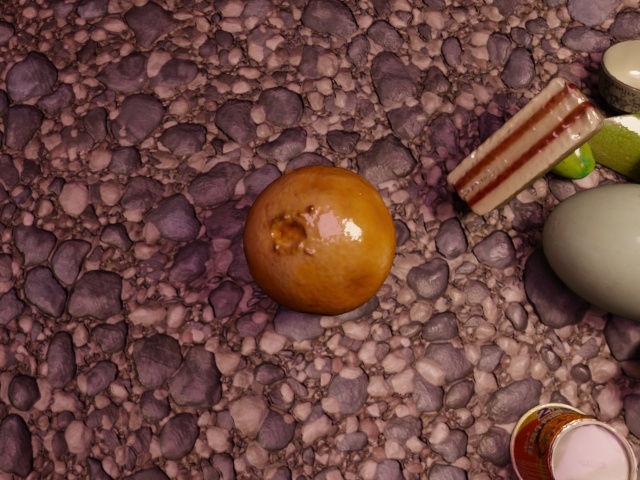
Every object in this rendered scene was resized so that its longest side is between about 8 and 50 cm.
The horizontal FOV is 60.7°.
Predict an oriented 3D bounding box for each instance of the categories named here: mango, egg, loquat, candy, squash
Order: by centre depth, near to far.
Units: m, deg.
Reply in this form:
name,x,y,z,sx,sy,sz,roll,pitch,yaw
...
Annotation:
name,x,y,z,sx,sy,sz,roll,pitch,yaw
egg,0.660,0.026,1.125,0.388,0.276,0.276,20,78,24
loquat,0.000,0.000,1.142,0.328,0.328,0.329,-1,76,2
candy,0.443,-0.196,1.180,0.320,0.179,0.135,-44,76,25
mango,0.559,-0.217,1.272,0.100,0.119,0.178,-27,75,-20
squash,0.753,-0.261,1.282,0.288,0.111,0.203,32,78,11

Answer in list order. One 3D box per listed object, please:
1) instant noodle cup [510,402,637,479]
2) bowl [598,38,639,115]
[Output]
name,x,y,z,sx,sy,sz,roll,pitch,yaw
instant noodle cup,0.508,0.436,1.088,0.213,0.174,0.213,0,76,2
bowl,0.755,-0.367,1.287,0.211,0.112,0.212,-2,51,2
